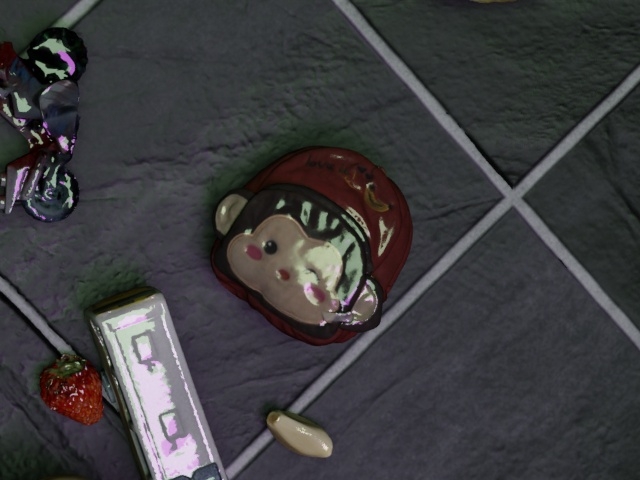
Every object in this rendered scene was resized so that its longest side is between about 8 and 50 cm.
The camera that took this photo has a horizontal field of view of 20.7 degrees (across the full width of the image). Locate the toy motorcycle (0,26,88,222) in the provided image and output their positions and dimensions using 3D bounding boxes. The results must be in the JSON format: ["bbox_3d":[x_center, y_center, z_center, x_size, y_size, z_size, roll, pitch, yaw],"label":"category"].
[{"bbox_3d":[-0.316,-0.126,1.896,0.122,0.082,0.213,3,92,-14],"label":"toy motorcycle"}]

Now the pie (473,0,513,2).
[{"bbox_3d":[0.220,-0.394,1.975,0.277,0.078,0.277,-8,108,-26],"label":"pie"}]

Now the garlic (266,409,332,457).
[{"bbox_3d":[-0.029,0.219,2.000,0.083,0.053,0.041,32,84,-21],"label":"garlic"}]

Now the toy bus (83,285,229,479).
[{"bbox_3d":[-0.161,0.220,1.928,0.097,0.138,0.342,-20,96,-14],"label":"toy bus"}]

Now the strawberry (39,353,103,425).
[{"bbox_3d":[-0.272,0.171,1.936,0.073,0.073,0.083,-21,117,-11],"label":"strawberry"}]

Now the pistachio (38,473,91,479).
[{"bbox_3d":[-0.264,0.377,1.851,0.229,0.238,0.321,-41,143,-3],"label":"pistachio"}]

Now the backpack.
[{"bbox_3d":[0.000,0.000,1.956,0.229,0.139,0.229,0,85,4],"label":"backpack"}]
